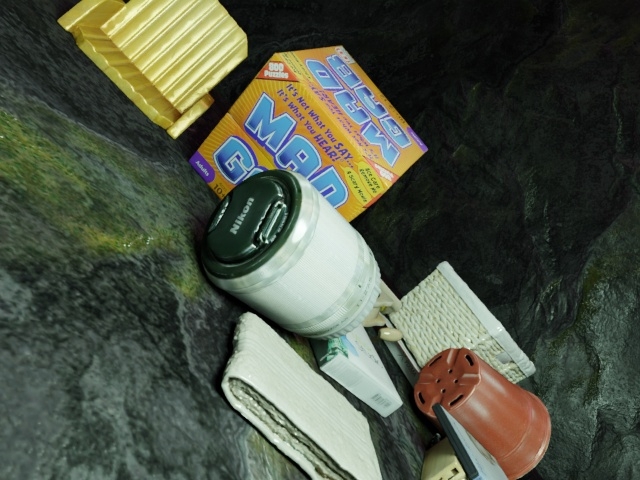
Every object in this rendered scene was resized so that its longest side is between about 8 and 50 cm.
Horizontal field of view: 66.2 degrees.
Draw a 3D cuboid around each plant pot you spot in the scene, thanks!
[{"bbox_3d":[0.403,0.434,1.282,0.265,0.272,0.272,44,9,-19],"label":"plant pot"}]

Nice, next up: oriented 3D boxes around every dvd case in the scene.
[{"bbox_3d":[0.330,0.457,0.997,0.253,0.022,0.180,46,10,-26],"label":"dvd case"}]

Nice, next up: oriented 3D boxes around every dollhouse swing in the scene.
[{"bbox_3d":[-0.369,-0.501,1.234,0.347,0.305,0.315,48,8,-21],"label":"dollhouse swing"}]

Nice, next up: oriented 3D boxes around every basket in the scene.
[{"bbox_3d":[0.440,0.313,1.560,0.328,0.266,0.331,44,9,-38],"label":"basket"}]

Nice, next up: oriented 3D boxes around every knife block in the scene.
[{"bbox_3d":[0.272,0.465,1.045,0.276,0.088,0.242,45,9,-31],"label":"knife block"}]

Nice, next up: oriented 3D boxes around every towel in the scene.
[{"bbox_3d":[-0.022,0.230,0.672,0.282,0.049,0.187,47,7,-13],"label":"towel"}]

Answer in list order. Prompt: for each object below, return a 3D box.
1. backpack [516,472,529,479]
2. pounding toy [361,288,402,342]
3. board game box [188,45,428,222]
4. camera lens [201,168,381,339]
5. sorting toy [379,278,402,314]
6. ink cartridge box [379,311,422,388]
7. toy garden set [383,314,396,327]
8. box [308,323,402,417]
[{"bbox_3d":[0.571,0.678,1.524,0.182,0.152,0.115,59,13,-24],"label":"backpack"},{"bbox_3d":[0.105,0.207,1.396,0.154,0.154,0.269,13,15,-26],"label":"pounding toy"},{"bbox_3d":[-0.017,-0.211,1.216,0.356,0.356,0.356,50,33,-2],"label":"board game box"},{"bbox_3d":[-0.046,0.029,0.839,0.274,0.219,0.219,43,11,-43],"label":"camera lens"},{"bbox_3d":[0.145,0.168,1.583,0.193,0.038,0.208,50,-28,-3],"label":"sorting toy"},{"bbox_3d":[0.281,0.386,1.538,0.261,0.066,0.296,42,11,-43],"label":"ink cartridge box"},{"bbox_3d":[0.276,0.334,1.838,0.244,0.049,0.204,57,9,36],"label":"toy garden set"},{"bbox_3d":[0.045,0.209,1.091,0.232,0.058,0.322,45,8,-33],"label":"box"}]
